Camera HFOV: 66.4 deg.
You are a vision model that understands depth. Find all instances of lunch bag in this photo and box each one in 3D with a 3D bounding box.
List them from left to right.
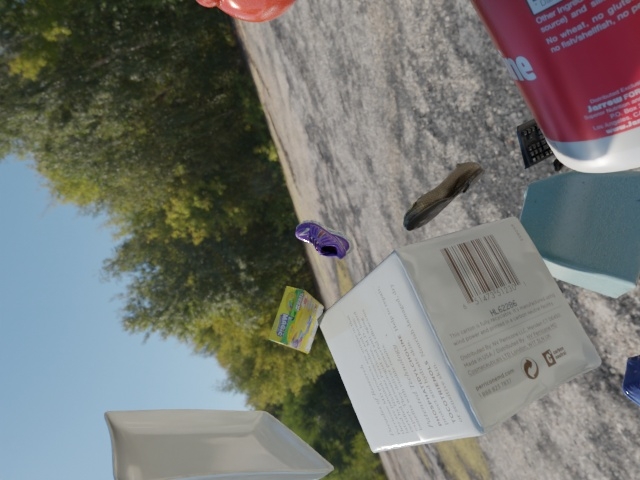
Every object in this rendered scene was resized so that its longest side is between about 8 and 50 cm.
[{"bbox_3d":[0.553,0.232,0.808,0.067,0.098,0.065,37,142,2],"label":"lunch bag"}]

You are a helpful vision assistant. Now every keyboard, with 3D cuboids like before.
[{"bbox_3d":[0.434,-0.184,0.879,0.023,0.180,0.108,23,136,67],"label":"keyboard"}]

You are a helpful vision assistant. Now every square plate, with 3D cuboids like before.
[{"bbox_3d":[-0.204,0.377,0.892,0.344,0.347,0.049,-3,79,64],"label":"square plate"}]

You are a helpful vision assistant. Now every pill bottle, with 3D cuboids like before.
[{"bbox_3d":[0.276,-0.294,0.512,0.407,0.229,0.229,52,180,-17],"label":"pill bottle"}]

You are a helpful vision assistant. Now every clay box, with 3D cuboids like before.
[{"bbox_3d":[-0.056,0.188,1.150,0.222,0.053,0.127,54,-128,-66],"label":"clay box"}]

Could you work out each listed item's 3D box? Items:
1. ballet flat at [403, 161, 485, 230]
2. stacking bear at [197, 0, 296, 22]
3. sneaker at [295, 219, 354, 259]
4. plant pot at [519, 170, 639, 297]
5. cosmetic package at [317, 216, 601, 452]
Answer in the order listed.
[{"bbox_3d":[0.253,-0.102,1.035,0.058,0.250,0.084,46,154,17],"label":"ballet flat"},{"bbox_3d":[-0.058,-0.347,0.508,0.164,0.176,0.289,82,-168,-58],"label":"stacking bear"},{"bbox_3d":[0.000,0.000,1.220,0.170,0.071,0.068,19,137,34],"label":"sneaker"},{"bbox_3d":[0.596,-0.027,1.141,0.247,0.252,0.247,28,-103,-64],"label":"plant pot"},{"bbox_3d":[0.253,0.203,1.017,0.327,0.330,0.393,66,151,17],"label":"cosmetic package"}]
